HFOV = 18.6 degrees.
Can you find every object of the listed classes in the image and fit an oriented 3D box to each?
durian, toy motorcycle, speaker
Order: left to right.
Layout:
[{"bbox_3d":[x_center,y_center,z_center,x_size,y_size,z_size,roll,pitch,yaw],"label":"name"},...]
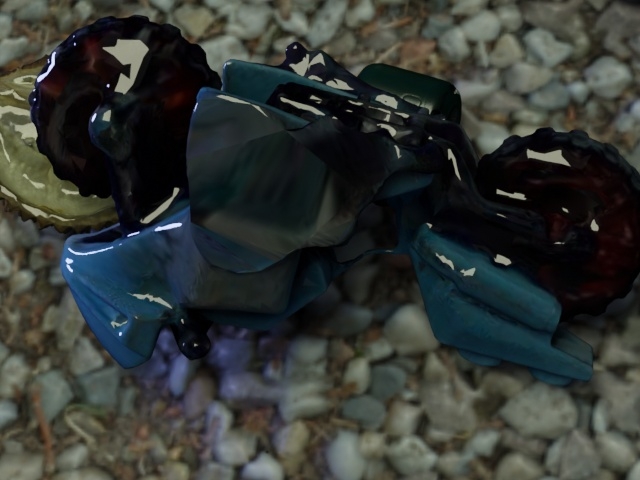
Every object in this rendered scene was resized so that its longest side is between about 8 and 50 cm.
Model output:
[{"bbox_3d":[-0.181,-0.071,1.395,0.188,0.091,0.148,26,74,-2],"label":"durian"},{"bbox_3d":[0.000,0.000,1.288,0.416,0.172,0.232,14,107,1],"label":"toy motorcycle"},{"bbox_3d":[0.051,-0.074,1.362,0.075,0.060,0.094,17,74,20],"label":"speaker"}]
